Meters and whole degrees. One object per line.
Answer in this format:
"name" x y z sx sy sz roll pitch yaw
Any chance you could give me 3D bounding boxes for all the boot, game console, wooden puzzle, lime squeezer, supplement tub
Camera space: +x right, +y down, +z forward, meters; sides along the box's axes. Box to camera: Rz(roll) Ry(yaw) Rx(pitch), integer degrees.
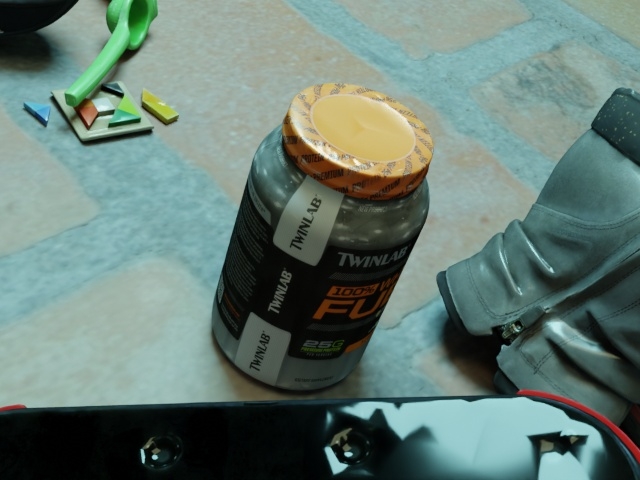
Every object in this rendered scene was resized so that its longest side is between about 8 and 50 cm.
"boot" 0.252 0.072 0.607 0.118 0.223 0.338 25 18 -50
"game console" -0.034 0.213 0.363 0.386 0.060 0.342 -3 46 6
"wooden puzzle" -0.188 -0.115 0.777 0.116 0.014 0.078 -24 57 -39
"lime squeezer" -0.206 -0.228 0.853 0.109 0.059 0.310 3 40 -28
"supplement tub" 0.000 0.000 0.592 0.116 0.190 0.117 11 42 -10

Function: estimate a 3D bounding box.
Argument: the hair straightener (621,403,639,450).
"hair straightener" 0.243 0.095 0.697 0.089 0.047 0.230 -13 51 -32

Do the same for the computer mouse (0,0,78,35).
"computer mouse" -0.335 -0.244 0.818 0.261 0.060 0.184 -7 50 -7

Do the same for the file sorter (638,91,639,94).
"file sorter" 0.408 -0.026 0.795 0.290 0.182 0.202 -5 46 -27
